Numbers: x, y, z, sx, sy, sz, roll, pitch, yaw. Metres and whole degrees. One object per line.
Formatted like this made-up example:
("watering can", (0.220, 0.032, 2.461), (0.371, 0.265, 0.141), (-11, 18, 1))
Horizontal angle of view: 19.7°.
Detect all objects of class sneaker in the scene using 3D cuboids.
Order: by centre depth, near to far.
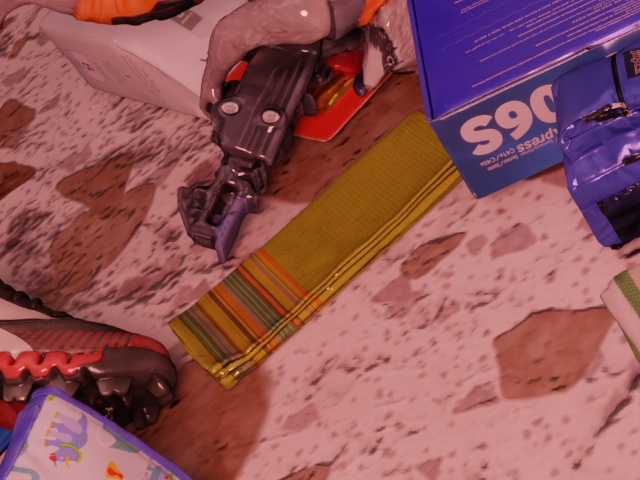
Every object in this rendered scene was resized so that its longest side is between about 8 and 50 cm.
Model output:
("sneaker", (-0.222, 0.069, 1.271), (0.276, 0.097, 0.135), (-3, 58, 22))

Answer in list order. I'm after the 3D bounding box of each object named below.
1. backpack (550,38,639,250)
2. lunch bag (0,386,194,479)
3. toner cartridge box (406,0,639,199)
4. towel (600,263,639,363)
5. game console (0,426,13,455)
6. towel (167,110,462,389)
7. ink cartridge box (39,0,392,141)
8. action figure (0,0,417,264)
("backpack", (0.201, -0.065, 1.076), (0.120, 0.101, 0.098), (-21, 42, 19))
("lunch bag", (-0.136, 0.177, 1.052), (0.096, 0.151, 0.129), (-14, 40, 32))
("toner cartridge box", (0.230, -0.166, 1.176), (0.348, 0.075, 0.165), (-24, 35, 15))
("towel", (0.314, 0.002, 0.917), (0.325, 0.038, 0.248), (-32, 26, 6))
("game console", (-0.373, 0.181, 1.398), (0.293, 0.173, 0.250), (-48, 2, -16))
("towel", (0.000, 0.000, 1.263), (0.237, 0.021, 0.102), (-42, 33, -7))
("ink cartridge box", (-0.028, -0.237, 1.526), (0.308, 0.091, 0.385), (-49, 32, -16))
("action figure", (-0.069, -0.172, 1.321), (0.330, 0.178, 0.341), (14, 62, 1))
